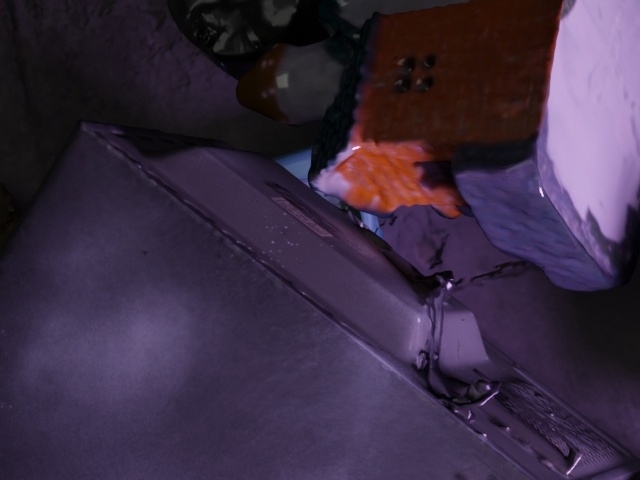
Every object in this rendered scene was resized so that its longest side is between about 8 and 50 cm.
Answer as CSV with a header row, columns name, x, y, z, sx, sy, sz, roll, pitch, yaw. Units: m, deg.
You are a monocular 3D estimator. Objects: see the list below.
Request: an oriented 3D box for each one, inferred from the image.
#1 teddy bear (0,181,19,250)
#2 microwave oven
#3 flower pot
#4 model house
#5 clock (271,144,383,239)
name,x,y,z,sx,sy,sz,roll,pitch,yaw
teddy bear,-0.387,0.066,1.631,0.256,0.156,0.267,-27,38,36
microwave oven,-0.040,0.154,1.443,0.432,0.236,0.374,38,105,19
flower pot,-0.053,-0.202,1.591,0.157,0.107,0.157,0,91,21
model house,0.088,-0.103,1.492,0.300,0.190,0.271,-2,59,27
clock,0.000,0.000,1.586,0.108,0.045,0.147,-17,77,16
